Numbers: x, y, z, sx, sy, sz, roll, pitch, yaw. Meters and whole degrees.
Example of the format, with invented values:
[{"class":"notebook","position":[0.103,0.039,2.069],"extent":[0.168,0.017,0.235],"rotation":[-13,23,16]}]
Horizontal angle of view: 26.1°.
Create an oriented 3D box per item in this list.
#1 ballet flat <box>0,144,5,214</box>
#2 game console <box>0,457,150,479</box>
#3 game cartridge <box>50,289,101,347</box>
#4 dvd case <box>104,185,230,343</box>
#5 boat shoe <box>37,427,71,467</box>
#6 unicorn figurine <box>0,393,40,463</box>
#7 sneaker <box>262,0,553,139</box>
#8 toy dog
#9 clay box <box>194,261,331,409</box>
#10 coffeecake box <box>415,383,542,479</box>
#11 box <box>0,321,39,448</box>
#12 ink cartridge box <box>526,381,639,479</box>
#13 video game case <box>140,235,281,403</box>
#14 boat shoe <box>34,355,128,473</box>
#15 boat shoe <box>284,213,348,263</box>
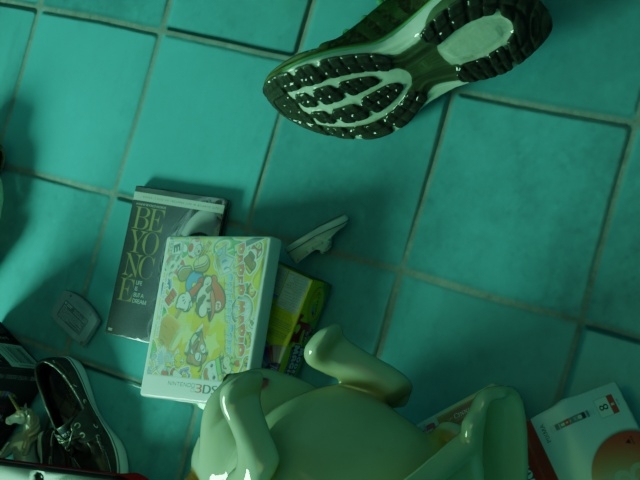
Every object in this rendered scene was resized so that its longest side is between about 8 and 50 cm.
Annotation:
[{"class":"ballet flat","position":[-0.544,-0.013,2.117],"extent":[0.106,0.107,0.316],"rotation":[4,84,23]},{"class":"game console","position":[-0.374,0.478,1.920],"extent":[0.386,0.060,0.342],"rotation":[1,91,31]},{"class":"game cartridge","position":[-0.359,0.112,2.035],"extent":[0.083,0.017,0.056],"rotation":[39,104,29]},{"class":"dvd case","position":[-0.219,0.039,1.966],"extent":[0.164,0.018,0.221],"rotation":[10,85,31]},{"class":"boat shoe","position":[-0.378,0.329,1.989],"extent":[0.038,0.046,0.125],"rotation":[-25,61,29]},{"class":"unicorn figurine","position":[-0.442,0.317,2.025],"extent":[0.111,0.060,0.162],"rotation":[-33,82,20]},{"class":"sneaker","position":[0.111,-0.266,1.794],"extent":[0.410,0.158,0.182],"rotation":[-19,41,28]},{"class":"toy dog","position":[0.019,0.282,1.605],"extent":[0.408,0.395,0.284],"rotation":[20,52,44]},{"class":"clay box","position":[-0.083,0.137,1.847],"extent":[0.127,0.053,0.222],"rotation":[24,94,34]},{"class":"coffeecake box","position":[0.197,0.286,1.649],"extent":[0.142,0.068,0.186],"rotation":[-32,67,22]},{"class":"box","position":[-0.557,0.255,2.033],"extent":[0.143,0.165,0.270],"rotation":[40,101,29]},{"class":"ink cartridge box","position":[0.285,0.256,1.569],"extent":[0.179,0.045,0.145],"rotation":[-18,67,-12]},{"class":"video game case","position":[-0.149,0.106,1.851],"extent":[0.206,0.026,0.227],"rotation":[0,77,42]},{"class":"boat shoe","position":[-0.347,0.262,1.963],"extent":[0.080,0.076,0.229],"rotation":[-33,66,21]},{"class":"boat shoe","position":[0.000,0.000,1.841],"extent":[0.100,0.035,0.035],"rotation":[-31,94,18]}]
